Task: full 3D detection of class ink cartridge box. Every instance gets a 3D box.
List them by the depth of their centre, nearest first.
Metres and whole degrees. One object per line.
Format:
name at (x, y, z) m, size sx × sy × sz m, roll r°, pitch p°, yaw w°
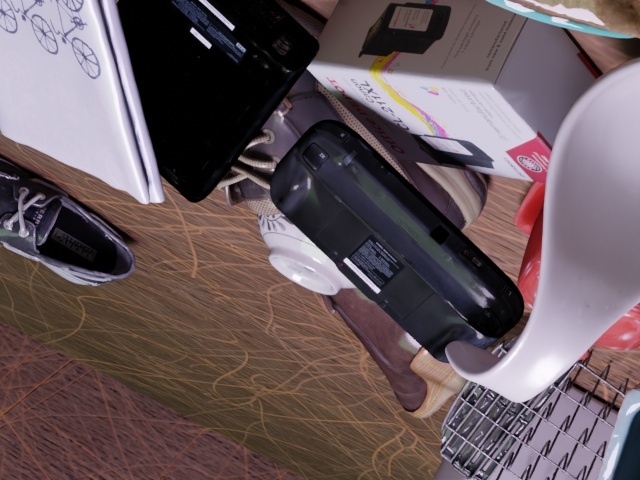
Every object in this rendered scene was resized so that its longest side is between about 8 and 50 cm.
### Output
ink cartridge box at (0.096, -0.106, 1.201) m, size 0.175 × 0.072 × 0.127 m, roll 11°, pitch 158°, yaw 45°

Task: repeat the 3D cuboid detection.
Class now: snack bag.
snack bag at (-0.267, -0.203, 1.305) m, size 0.342 × 0.037 × 0.323 m, roll 26°, pitch 143°, yaw 36°

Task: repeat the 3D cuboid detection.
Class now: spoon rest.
spoon rest at (0.179, 0.002, 1.129) m, size 0.137 × 0.276 × 0.084 m, roll 25°, pitch -153°, yaw -15°

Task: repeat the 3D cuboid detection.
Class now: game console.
game console at (-0.013, -0.046, 1.255) m, size 0.361 × 0.044 × 0.213 m, roll 44°, pitch 147°, yaw 0°

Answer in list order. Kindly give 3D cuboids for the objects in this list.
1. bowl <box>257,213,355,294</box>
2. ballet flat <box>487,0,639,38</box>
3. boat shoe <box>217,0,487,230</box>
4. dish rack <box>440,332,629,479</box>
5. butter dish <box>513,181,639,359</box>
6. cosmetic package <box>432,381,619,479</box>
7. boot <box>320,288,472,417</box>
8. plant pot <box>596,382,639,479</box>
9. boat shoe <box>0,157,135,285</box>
bowl at (0.000, 0.000, 1.685) m, size 0.170 × 0.080 × 0.170 m, roll 26°, pitch 163°, yaw 8°
ballet flat at (0.201, -0.145, 0.871) m, size 0.342 × 0.116 × 0.124 m, roll 26°, pitch 144°, yaw 4°
boat shoe at (-0.015, -0.078, 1.367) m, size 0.355 × 0.130 × 0.132 m, roll 36°, pitch 162°, yaw -27°
dish rack at (0.263, 0.209, 1.746) m, size 0.271 × 0.208 × 0.074 m, roll 35°, pitch -151°, yaw 4°
butter dish at (0.214, 0.038, 1.376) m, size 0.160 × 0.118 × 0.160 m, roll 26°, pitch 165°, yaw 4°
cosmetic package at (0.313, 0.302, 1.907) m, size 0.365 × 0.197 × 0.155 m, roll 31°, pitch 165°, yaw -4°
boot at (0.072, 0.093, 1.907) m, size 0.207 × 0.090 × 0.248 m, roll 41°, pitch 165°, yaw -1°
plant pot at (0.367, 0.232, 1.459) m, size 0.248 × 0.247 × 0.252 m, roll 23°, pitch -157°, yaw 18°
boat shoe at (-0.359, -0.028, 2.149) m, size 0.301 × 0.108 × 0.102 m, roll 34°, pitch 164°, yaw -30°
